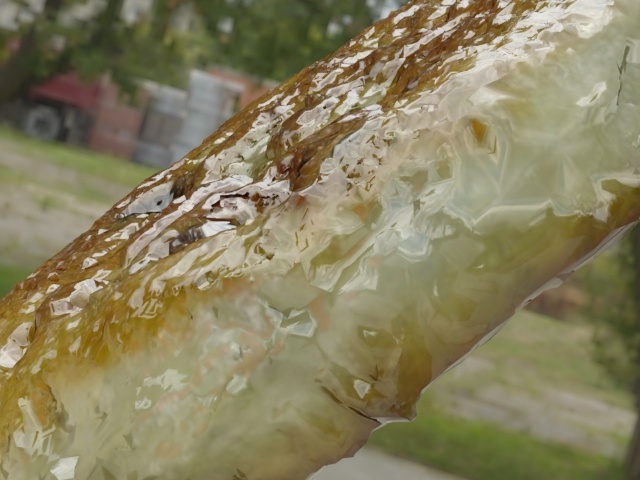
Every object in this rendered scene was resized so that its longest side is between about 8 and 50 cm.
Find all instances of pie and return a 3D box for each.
[{"bbox_3d":[0.000,0.000,0.575,0.092,0.315,0.315,51,-1,-7],"label":"pie"}]
